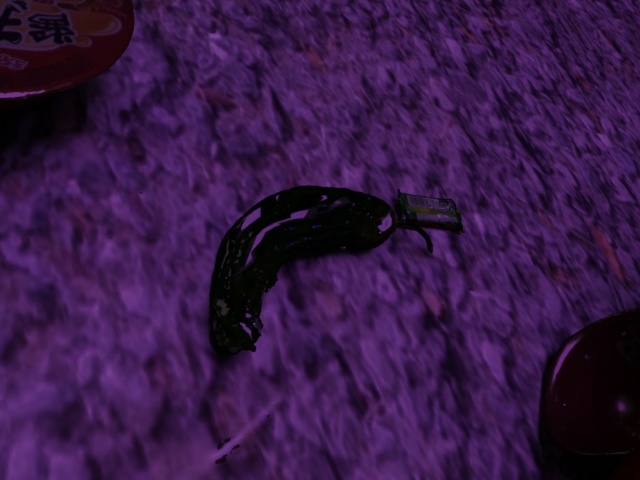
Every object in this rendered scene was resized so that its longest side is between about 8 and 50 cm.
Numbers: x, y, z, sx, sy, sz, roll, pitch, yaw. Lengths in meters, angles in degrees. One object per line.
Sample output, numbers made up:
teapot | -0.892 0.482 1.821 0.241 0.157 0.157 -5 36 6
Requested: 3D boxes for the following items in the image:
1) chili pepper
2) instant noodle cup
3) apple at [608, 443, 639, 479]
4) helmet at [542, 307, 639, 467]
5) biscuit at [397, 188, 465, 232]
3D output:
chili pepper | 0.000 -0.001 0.544 0.278 0.065 0.122 -25 80 -37
instant noodle cup | -0.303 -0.184 0.492 0.273 0.091 0.274 15 50 -19
apple | 0.344 0.259 0.352 0.348 0.349 0.277 24 43 -11
helmet | 0.301 0.158 0.550 0.106 0.155 0.175 52 53 -13
biscuit | 0.123 -0.033 0.667 0.089 0.016 0.046 5 56 -25
